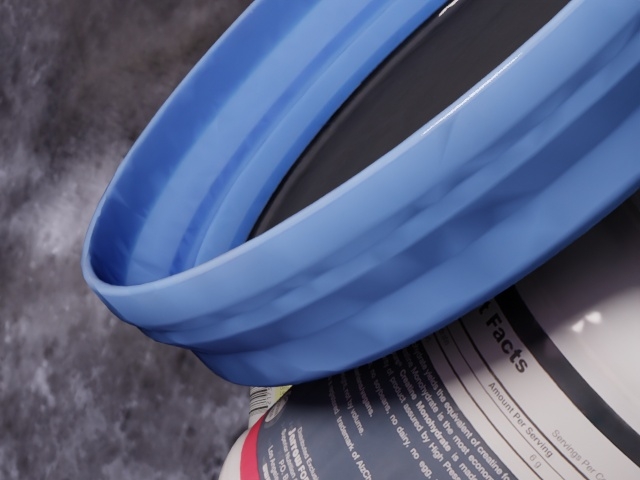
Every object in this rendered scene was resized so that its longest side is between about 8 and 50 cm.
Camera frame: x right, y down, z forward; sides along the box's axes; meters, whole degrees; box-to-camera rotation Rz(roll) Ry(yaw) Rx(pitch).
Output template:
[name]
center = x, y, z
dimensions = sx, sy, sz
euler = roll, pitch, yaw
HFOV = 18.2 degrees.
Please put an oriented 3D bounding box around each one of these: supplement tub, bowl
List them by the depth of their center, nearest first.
[supplement tub]
center = 0.103, 0.079, 0.854
dimensions = 0.272, 0.191, 0.191
euler = -46, 56, 23
[bowl]
center = 0.065, -0.092, 0.856
dimensions = 0.391, 0.077, 0.391
euler = -38, 18, 15

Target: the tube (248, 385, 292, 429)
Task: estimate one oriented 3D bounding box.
[tube]
center = 0.000, 0.000, 1.050
dimensions = 0.070, 0.062, 0.240
euler = 3, 74, -4
